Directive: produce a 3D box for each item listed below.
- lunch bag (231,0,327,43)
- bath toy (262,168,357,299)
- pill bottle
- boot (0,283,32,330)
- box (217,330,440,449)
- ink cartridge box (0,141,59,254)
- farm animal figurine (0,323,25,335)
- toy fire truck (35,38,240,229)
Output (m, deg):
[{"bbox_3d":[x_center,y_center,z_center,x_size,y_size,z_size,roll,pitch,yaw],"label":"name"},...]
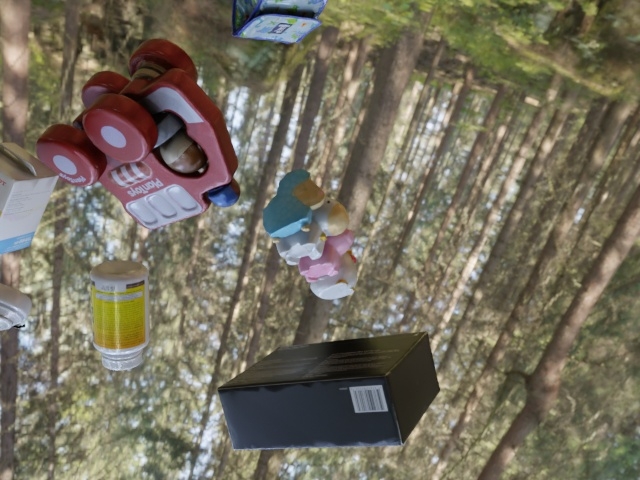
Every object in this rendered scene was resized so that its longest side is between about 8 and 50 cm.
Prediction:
[{"bbox_3d":[-0.061,-0.378,0.996,0.129,0.151,0.096,-8,-127,-38],"label":"lunch bag"},{"bbox_3d":[0.000,0.000,1.299,0.151,0.348,0.129,-17,-121,9],"label":"bath toy"},{"bbox_3d":[-0.419,0.157,1.343,0.117,0.215,0.117,3,-164,-1],"label":"pill bottle"},{"bbox_3d":[-0.457,0.110,0.704,0.258,0.095,0.123,-1,-123,7],"label":"boot"},{"bbox_3d":[0.016,0.215,0.922,0.261,0.103,0.184,-11,-172,27],"label":"box"},{"bbox_3d":[-0.435,-0.065,0.873,0.092,0.143,0.090,34,-162,8],"label":"ink cartridge box"},{"bbox_3d":[-0.696,0.050,1.227,0.172,0.326,0.330,9,-141,38],"label":"farm animal figurine"},{"bbox_3d":[-0.250,-0.136,0.975,0.254,0.302,0.169,48,-135,-31],"label":"toy fire truck"}]
